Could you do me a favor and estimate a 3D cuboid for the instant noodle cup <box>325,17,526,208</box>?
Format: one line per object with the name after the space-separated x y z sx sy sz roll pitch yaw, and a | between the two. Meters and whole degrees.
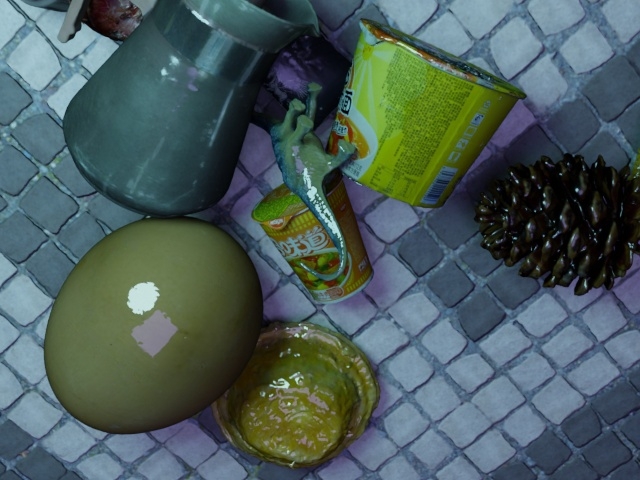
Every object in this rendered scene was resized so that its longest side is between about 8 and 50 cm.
0.138 -0.182 0.891 0.264 0.264 0.200 21 114 -7 | instant noodle cup

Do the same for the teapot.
-0.198 -0.231 0.816 0.300 0.253 0.344 31 122 -15 | teapot

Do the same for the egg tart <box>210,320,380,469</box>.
-0.048 0.296 1.081 0.319 0.128 0.318 0 105 0 | egg tart

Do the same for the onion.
-0.282 -0.385 0.865 0.184 0.184 0.147 -33 68 8 | onion

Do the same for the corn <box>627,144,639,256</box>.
0.560 -0.117 0.988 0.101 0.101 0.291 9 105 -4 | corn

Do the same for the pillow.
-0.044 -0.282 0.943 0.141 0.055 0.208 -42 104 9 | pillow

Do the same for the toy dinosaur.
-0.025 -0.122 0.860 0.076 0.363 0.147 -5 144 -34 | toy dinosaur

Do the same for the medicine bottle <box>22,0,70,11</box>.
-0.396 -0.374 0.862 0.079 0.140 0.079 0 107 -1 | medicine bottle

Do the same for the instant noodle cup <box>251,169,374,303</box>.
0.000 0.000 0.986 0.168 0.168 0.185 -26 113 6 | instant noodle cup

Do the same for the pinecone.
0.382 -0.030 0.954 0.273 0.224 0.224 12 107 13 | pinecone

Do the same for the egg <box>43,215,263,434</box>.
-0.257 0.135 0.936 0.301 0.301 0.374 34 110 -11 | egg
